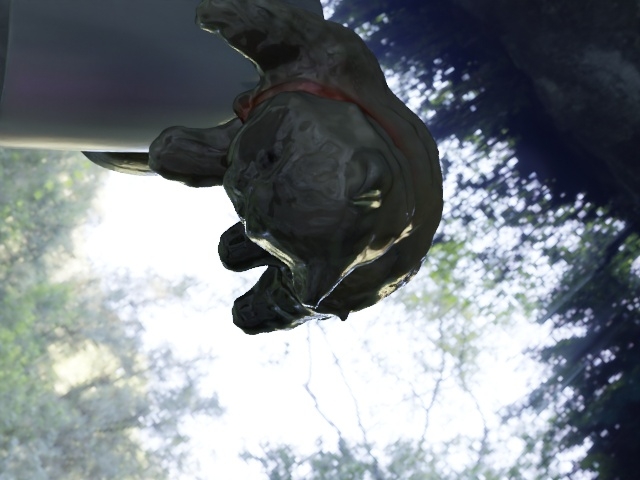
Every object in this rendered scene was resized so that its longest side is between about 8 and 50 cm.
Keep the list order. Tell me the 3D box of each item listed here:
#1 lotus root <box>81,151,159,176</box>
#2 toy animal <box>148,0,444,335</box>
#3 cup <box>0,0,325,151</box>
[{"bbox_3d":[-0.221,-0.165,1.270,0.173,0.309,0.173,16,-71,55],"label":"lotus root"},{"bbox_3d":[0.000,0.000,0.728,0.188,0.266,0.307,52,-56,39],"label":"toy animal"},{"bbox_3d":[-0.198,-0.219,1.008,0.253,0.372,0.253,0,-90,60],"label":"cup"}]
